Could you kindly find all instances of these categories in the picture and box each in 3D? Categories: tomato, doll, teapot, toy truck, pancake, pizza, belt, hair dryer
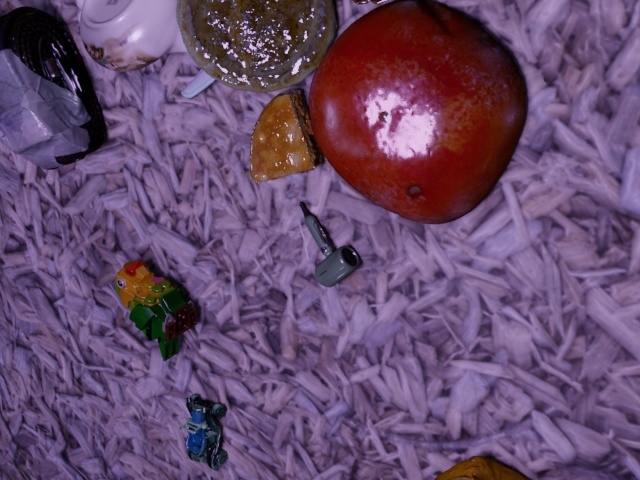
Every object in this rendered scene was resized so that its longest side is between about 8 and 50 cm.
[{"bbox_3d":[0.115,-0.177,1.122,0.338,0.144,0.338,10,111,27],"label":"tomato"},{"bbox_3d":[-0.323,0.123,1.516,0.186,0.106,0.134,48,136,9],"label":"doll"},{"bbox_3d":[-0.309,-0.372,1.317,0.298,0.139,0.204,17,79,37],"label":"teapot"},{"bbox_3d":[-0.239,0.391,1.571,0.080,0.078,0.154,13,113,30],"label":"toy truck"},{"bbox_3d":[-0.096,-0.345,1.207,0.253,0.037,0.253,2,102,7],"label":"pancake"},{"bbox_3d":[-0.054,-0.154,1.290,0.134,0.046,0.175,44,124,13],"label":"pizza"},{"bbox_3d":[-0.512,-0.280,1.455,0.164,0.184,0.289,-17,102,30],"label":"belt"},{"bbox_3d":[0.000,0.000,1.314,0.071,0.047,0.150,-38,78,36],"label":"hair dryer"}]

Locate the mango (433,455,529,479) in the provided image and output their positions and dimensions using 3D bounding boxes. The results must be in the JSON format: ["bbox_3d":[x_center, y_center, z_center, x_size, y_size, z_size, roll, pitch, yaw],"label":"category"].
[{"bbox_3d":[0.308,0.489,1.213,0.350,0.201,0.199,48,161,0],"label":"mango"}]

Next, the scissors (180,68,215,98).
[{"bbox_3d":[-0.146,-0.315,1.303,0.256,0.030,0.125,-37,84,33],"label":"scissors"}]

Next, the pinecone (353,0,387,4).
[{"bbox_3d":[0.076,-0.407,1.038,0.208,0.208,0.208,11,111,29],"label":"pinecone"}]
